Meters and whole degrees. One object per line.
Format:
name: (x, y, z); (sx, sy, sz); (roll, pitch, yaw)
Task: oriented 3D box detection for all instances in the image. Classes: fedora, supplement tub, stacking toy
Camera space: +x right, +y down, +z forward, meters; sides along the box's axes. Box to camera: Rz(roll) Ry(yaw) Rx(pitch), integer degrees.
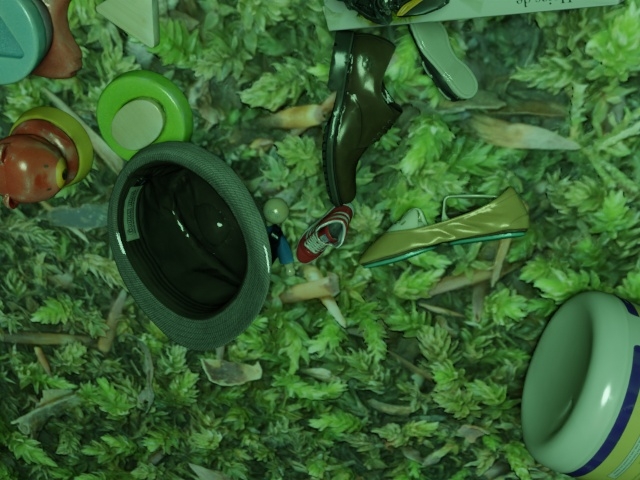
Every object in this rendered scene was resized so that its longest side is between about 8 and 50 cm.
fedora: (-0.153, -0.003, 0.895); (0.275, 0.124, 0.243); (48, 117, 11)
supplement tub: (0.459, 0.224, 0.865); (0.332, 0.241, 0.240); (20, 119, 0)
stacking toy: (-0.327, -0.192, 0.853); (0.280, 0.130, 0.308); (-2, 117, 12)

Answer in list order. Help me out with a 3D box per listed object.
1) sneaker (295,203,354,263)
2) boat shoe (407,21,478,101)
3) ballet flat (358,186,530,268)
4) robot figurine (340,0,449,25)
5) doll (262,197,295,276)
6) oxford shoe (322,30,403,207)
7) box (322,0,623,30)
sneaker: (0.000, 0.000, 0.929); (0.042, 0.067, 0.118); (37, 118, -9)
boat shoe: (0.140, -0.220, 0.804); (0.125, 0.038, 0.046); (48, 71, -14)
ballet flat: (0.158, -0.019, 0.900); (0.233, 0.080, 0.073); (-13, 86, 14)
robot figurine: (0.019, -0.331, 0.638); (0.291, 0.085, 0.210); (24, 117, 18)
doll: (-0.095, 0.019, 0.968); (0.129, 0.046, 0.188); (31, 113, 4)
oxford shoe: (0.052, -0.141, 0.839); (0.096, 0.082, 0.227); (8, 120, 1)
box: (0.146, -0.263, 0.689); (0.324, 0.067, 0.063); (8, 121, 36)
